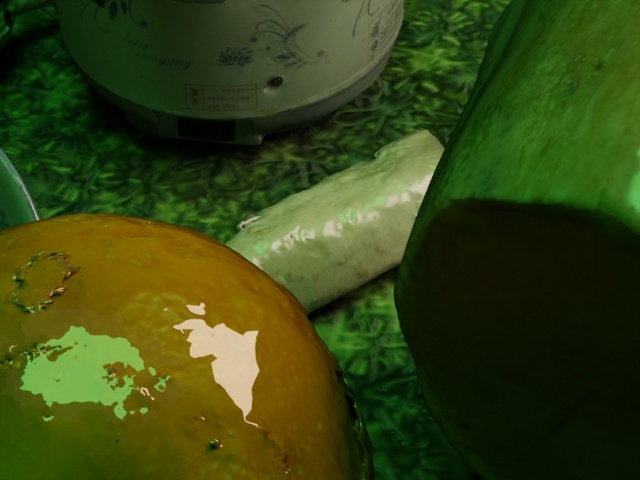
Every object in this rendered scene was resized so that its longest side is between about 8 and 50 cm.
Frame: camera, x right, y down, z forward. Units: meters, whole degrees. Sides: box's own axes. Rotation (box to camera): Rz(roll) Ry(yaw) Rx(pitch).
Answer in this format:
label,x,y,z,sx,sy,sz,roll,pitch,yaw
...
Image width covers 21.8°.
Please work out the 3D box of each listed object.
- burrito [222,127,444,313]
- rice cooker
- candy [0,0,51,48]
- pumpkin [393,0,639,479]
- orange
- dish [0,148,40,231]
label,x,y,z,sx,sy,sz,roll,pitch,yaw
burrito,0.000,0.000,1.019,0.226,0.060,0.087,-26,42,-27
rice cooker,-0.063,-0.234,1.111,0.264,0.317,0.317,8,41,7
candy,-0.183,-0.189,1.251,0.305,0.083,0.091,-19,41,-31
pumpkin,0.181,0.025,0.783,0.332,0.332,0.199,21,47,24
orange,-0.098,0.109,0.755,0.246,0.246,0.246,-1,40,1
dish,-0.291,0.045,0.929,0.273,0.134,0.273,5,70,-13
